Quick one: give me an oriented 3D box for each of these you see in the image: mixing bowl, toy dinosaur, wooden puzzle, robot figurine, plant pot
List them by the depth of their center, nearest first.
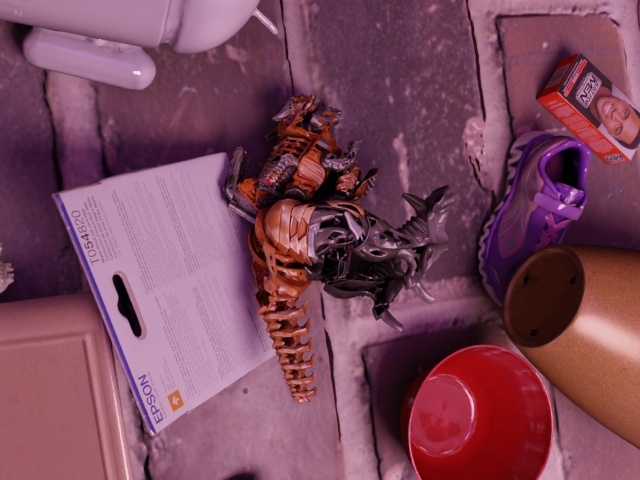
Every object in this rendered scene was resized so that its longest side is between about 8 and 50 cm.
[{"bbox_3d":[-0.271,0.174,0.623,0.221,0.044,0.238,-8,87,13],"label":"wooden puzzle"},{"bbox_3d":[-0.196,-0.287,0.638,0.354,0.199,0.299,6,125,-19],"label":"robot figurine"},{"bbox_3d":[0.000,0.000,0.717,0.219,0.164,0.321,14,81,-14],"label":"toy dinosaur"},{"bbox_3d":[0.337,0.104,0.768,0.254,0.237,0.237,23,79,-24],"label":"plant pot"},{"bbox_3d":[0.159,0.205,0.786,0.182,0.098,0.181,1,86,-20],"label":"mixing bowl"}]

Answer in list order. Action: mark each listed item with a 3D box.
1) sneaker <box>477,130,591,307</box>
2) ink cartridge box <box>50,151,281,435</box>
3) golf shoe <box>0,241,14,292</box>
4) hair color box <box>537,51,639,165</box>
[{"bbox_3d":[0.267,-0.028,0.838,0.095,0.104,0.236,19,82,-19],"label":"sneaker"},{"bbox_3d":[-0.135,0.039,0.662,0.224,0.045,0.223,-25,96,-55],"label":"ink cartridge box"},{"bbox_3d":[-0.349,-0.019,0.638,0.086,0.069,0.176,-26,71,19],"label":"golf shoe"},{"bbox_3d":[0.361,-0.171,0.912,0.141,0.043,0.072,37,75,-15],"label":"hair color box"}]
